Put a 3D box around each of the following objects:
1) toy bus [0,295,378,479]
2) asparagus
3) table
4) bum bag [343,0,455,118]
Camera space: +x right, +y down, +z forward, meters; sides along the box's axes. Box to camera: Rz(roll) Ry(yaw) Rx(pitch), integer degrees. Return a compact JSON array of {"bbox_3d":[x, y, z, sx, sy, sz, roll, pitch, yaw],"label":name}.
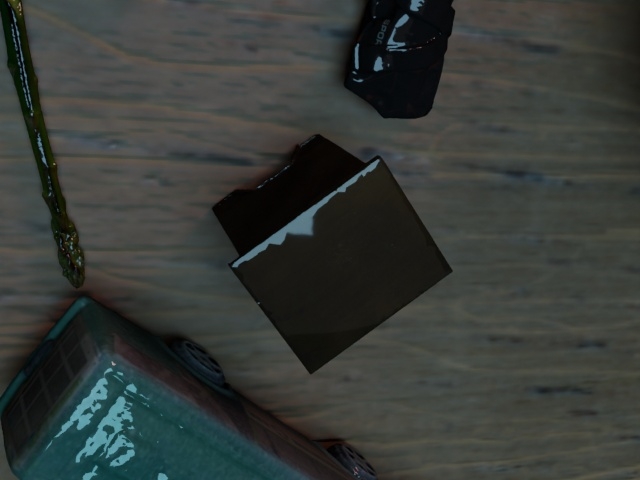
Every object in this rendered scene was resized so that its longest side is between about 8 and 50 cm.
[{"bbox_3d":[-0.039,0.133,0.471,0.262,0.109,0.091,37,89,-25],"label":"toy bus"},{"bbox_3d":[-0.133,-0.053,0.426,0.016,0.013,0.166,-7,110,-2],"label":"asparagus"},{"bbox_3d":[0.000,0.000,0.445,0.083,0.082,0.070,-36,114,-2],"label":"table"},{"bbox_3d":[0.046,-0.121,0.443,0.058,0.034,0.124,-1,110,-31],"label":"bum bag"}]
